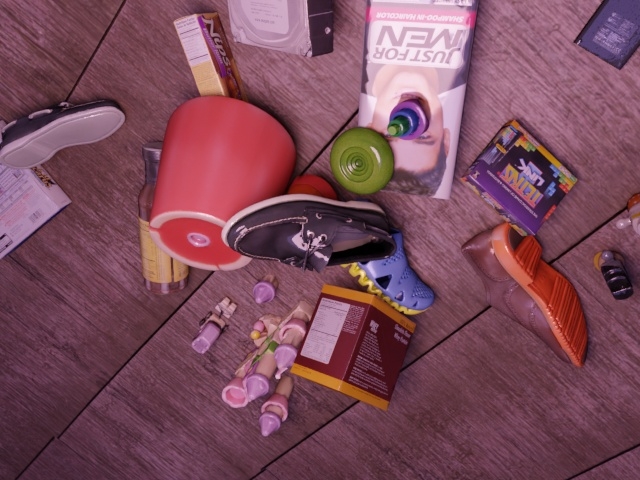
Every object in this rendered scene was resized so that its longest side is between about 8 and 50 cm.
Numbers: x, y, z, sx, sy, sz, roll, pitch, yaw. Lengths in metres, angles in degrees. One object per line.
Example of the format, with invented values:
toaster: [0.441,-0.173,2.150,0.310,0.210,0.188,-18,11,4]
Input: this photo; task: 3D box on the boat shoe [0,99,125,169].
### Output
boat shoe: [-0.576,-0.255,1.201,0.302,0.114,0.091,-18,70,6]

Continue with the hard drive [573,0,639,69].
hard drive: [0.513,-0.373,0.923,0.094,0.022,0.135,31,118,-1]

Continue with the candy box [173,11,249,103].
candy box: [-0.209,-0.343,1.066,0.053,0.109,0.186,-10,111,18]

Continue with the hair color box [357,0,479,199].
hair color box: [0.172,-0.276,1.000,0.185,0.113,0.374,8,116,12]

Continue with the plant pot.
plant pot: [-0.197,-0.093,1.046,0.275,0.243,0.275,8,147,5]

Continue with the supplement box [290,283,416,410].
supplement box: [0.073,0.220,1.127,0.129,0.194,0.191,9,161,41]

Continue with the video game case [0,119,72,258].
video game case: [-0.783,-0.117,1.338,0.269,0.061,0.244,-31,105,24]

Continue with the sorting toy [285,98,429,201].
sorting toy: [0.035,-0.114,0.982,0.365,0.126,0.127,-37,90,36]

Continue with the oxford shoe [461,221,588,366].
oxford shoe: [0.431,0.119,1.135,0.133,0.130,0.363,-23,108,47]

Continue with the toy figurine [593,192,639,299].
toy figurine: [0.641,0.022,1.013,0.209,0.148,0.213,16,119,13]

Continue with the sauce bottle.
sauce bottle: [-0.355,-0.048,1.239,0.111,0.111,0.344,10,115,9]

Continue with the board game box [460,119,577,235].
board game box: [0.371,-0.115,1.024,0.170,0.048,0.141,40,81,-7]

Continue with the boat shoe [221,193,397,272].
boat shoe: [-0.001,0.003,0.956,0.127,0.340,0.113,-56,50,33]

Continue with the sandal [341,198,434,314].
sandal: [0.126,0.029,1.152,0.317,0.126,0.138,40,111,-8]

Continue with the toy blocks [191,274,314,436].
toy blocks: [-0.141,0.278,1.251,0.309,0.260,0.288,41,117,-7]

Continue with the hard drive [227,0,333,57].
hard drive: [-0.082,-0.493,0.903,0.237,0.064,0.339,29,132,41]
